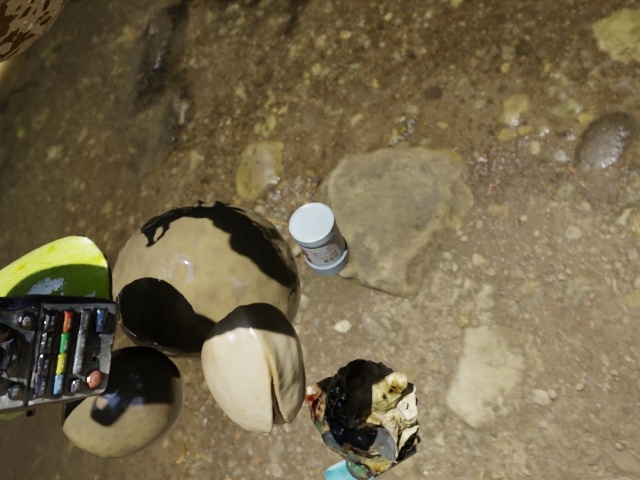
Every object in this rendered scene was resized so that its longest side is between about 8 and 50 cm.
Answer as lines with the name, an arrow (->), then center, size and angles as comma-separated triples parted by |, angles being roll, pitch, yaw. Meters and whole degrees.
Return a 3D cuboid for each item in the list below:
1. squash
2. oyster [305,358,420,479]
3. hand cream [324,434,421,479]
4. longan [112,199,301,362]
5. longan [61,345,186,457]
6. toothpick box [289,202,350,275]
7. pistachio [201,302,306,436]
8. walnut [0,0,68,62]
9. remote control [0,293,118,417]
squash -> -0.484, 0.128, 1.138 | 0.309, 0.210, 0.233 | -33, 67, -6
oyster -> 0.085, 0.332, 1.146 | 0.096, 0.221, 0.361 | -53, 6, -36
hand cream -> 0.120, 0.485, 1.420 | 0.224, 0.083, 0.048 | -30, 15, 8
longan -> -0.261, 0.093, 1.513 | 0.404, 0.436, 0.404 | -168, 90, -80
longan -> -0.393, 0.323, 1.302 | 0.246, 0.246, 0.215 | -31, 59, 23
toothpick box -> 0.000, 0.000, 1.421 | 0.101, 0.153, 0.101 | -9, 57, 13
pistachio -> -0.075, 0.151, 0.767 | 0.124, 0.185, 0.124 | -15, 26, 7
walnut -> -0.257, -0.211, 0.298 | 0.333, 0.333, 0.333 | -18, 57, 31
remote control -> -0.379, 0.122, 0.654 | 0.062, 0.399, 0.144 | 10, 90, 31
